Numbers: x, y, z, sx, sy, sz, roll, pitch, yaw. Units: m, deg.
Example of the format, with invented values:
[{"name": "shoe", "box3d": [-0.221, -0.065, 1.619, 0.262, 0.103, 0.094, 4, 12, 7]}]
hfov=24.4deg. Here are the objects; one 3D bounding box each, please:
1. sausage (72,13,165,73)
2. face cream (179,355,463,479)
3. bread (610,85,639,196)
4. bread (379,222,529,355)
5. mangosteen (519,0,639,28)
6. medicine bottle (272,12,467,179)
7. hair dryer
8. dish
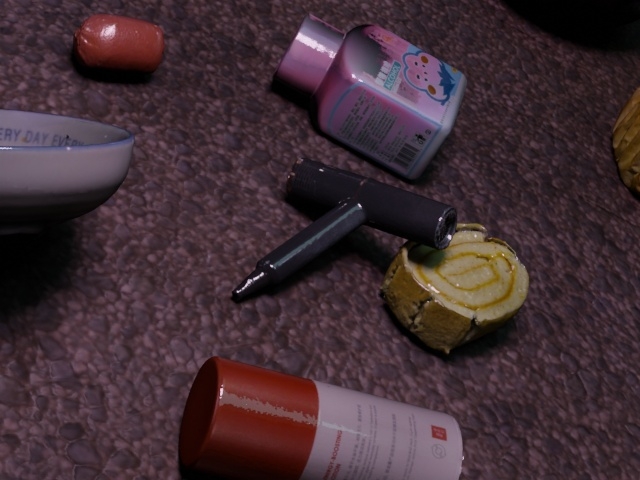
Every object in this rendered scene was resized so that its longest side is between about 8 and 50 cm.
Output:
[{"name": "sausage", "box3d": [-0.200, -0.195, 1.466, 0.094, 0.054, 0.059, 3, 9, -34]}, {"name": "face cream", "box3d": [0.000, 0.164, 1.210, 0.214, 0.096, 0.096, 16, 43, -18]}, {"name": "bread", "box3d": [0.479, -0.106, 1.758, 0.253, 0.142, 0.227, 31, 47, -5]}, {"name": "bread", "box3d": [0.133, 0.043, 1.441, 0.156, 0.064, 0.117, -17, 64, -41]}, {"name": "mangosteen", "box3d": [0.341, -0.426, 1.875, 0.300, 0.300, 0.300, 18, 42, -17]}, {"name": "medicine bottle", "box3d": [0.050, -0.162, 1.568, 0.188, 0.094, 0.119, 29, 42, -5]}, {"name": "hair dryer", "box3d": [0.009, 0.007, 1.379, 0.173, 0.050, 0.195, 17, 46, 29]}, {"name": "dish", "box3d": [-0.289, -0.031, 1.187, 0.273, 0.133, 0.273, 4, 9, -1]}]
